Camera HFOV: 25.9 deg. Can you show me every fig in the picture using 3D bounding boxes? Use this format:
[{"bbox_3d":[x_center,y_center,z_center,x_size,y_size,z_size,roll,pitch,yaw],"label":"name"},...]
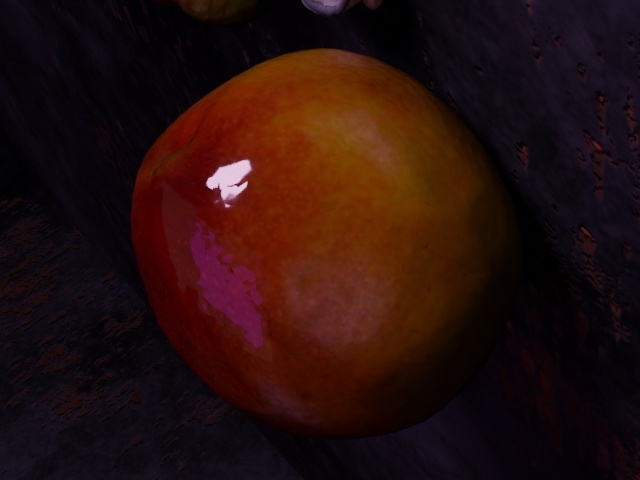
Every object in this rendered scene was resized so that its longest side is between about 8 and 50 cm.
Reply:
[{"bbox_3d":[-0.075,-0.257,1.208,0.155,0.103,0.109,116,160,-62],"label":"fig"}]

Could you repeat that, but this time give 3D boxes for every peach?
[{"bbox_3d":[0.000,0.000,1.134,0.332,0.308,0.308,29,180,-34],"label":"peach"}]

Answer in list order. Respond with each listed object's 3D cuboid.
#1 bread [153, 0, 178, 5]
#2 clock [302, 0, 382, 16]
[{"bbox_3d":[-0.195,-0.331,1.471,0.193,0.064,0.193,45,160,22],"label":"bread"},{"bbox_3d":[-0.005,-0.251,1.089,0.156,0.063,0.229,55,165,4],"label":"clock"}]
